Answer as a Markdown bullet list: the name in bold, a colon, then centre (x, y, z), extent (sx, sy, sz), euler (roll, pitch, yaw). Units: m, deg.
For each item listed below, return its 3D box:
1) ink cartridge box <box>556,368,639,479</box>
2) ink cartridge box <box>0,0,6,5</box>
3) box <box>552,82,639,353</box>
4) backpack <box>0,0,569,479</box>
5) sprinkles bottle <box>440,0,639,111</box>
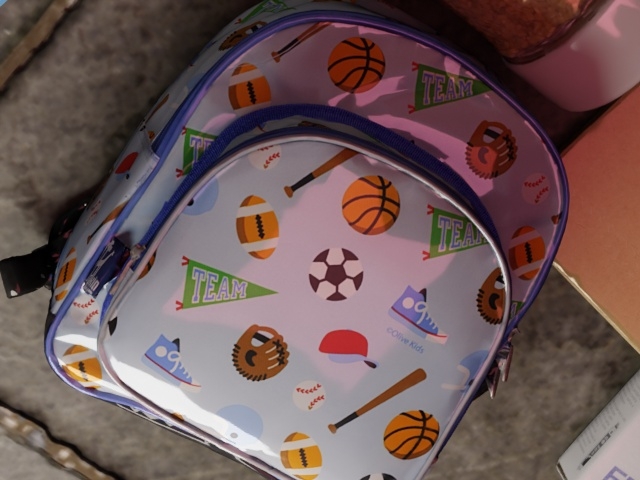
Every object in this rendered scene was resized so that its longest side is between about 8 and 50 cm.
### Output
- **ink cartridge box**: centre (0.304, 0.125, 1.250), extent (0.223, 0.045, 0.224), euler (34, 103, -20)
- **ink cartridge box**: centre (-0.197, -0.220, 1.014), extent (0.104, 0.060, 0.180), euler (-41, 113, 9)
- **box**: centre (0.234, -0.004, 1.167), extent (0.164, 0.021, 0.201), euler (-44, 95, 7)
- **backpack**: centre (0.000, 0.000, 1.070), extent (0.276, 0.213, 0.263), euler (28, 95, -16)
- **sprinkles bottle**: centre (0.041, -0.213, 1.023), extent (0.355, 0.121, 0.121), euler (36, 103, -20)
